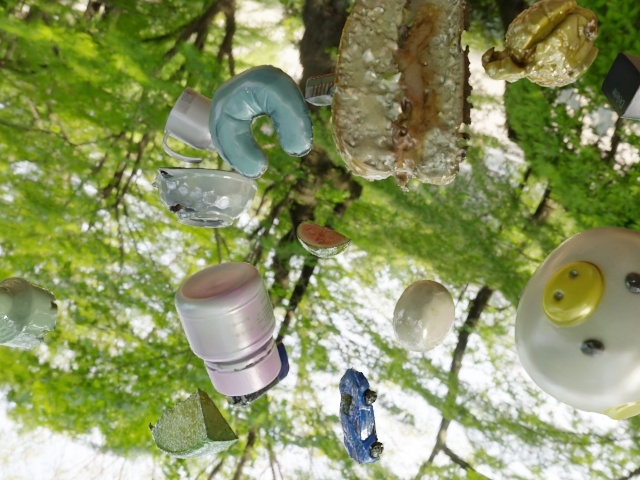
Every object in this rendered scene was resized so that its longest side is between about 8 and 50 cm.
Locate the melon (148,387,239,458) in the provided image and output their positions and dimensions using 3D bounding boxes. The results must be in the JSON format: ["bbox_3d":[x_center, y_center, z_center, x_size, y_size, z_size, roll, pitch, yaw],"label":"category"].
[{"bbox_3d":[-0.237,0.317,1.109,0.053,0.114,0.261,-8,169,-42],"label":"melon"}]

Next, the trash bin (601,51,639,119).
[{"bbox_3d":[0.864,-0.375,1.664,0.225,0.115,0.165,10,-141,-8],"label":"trash bin"}]

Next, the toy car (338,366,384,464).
[{"bbox_3d":[0.078,0.381,1.411,0.063,0.216,0.103,-15,-167,-27],"label":"toy car"}]

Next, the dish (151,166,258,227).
[{"bbox_3d":[-0.310,-0.104,1.751,0.302,0.120,0.303,1,170,0],"label":"dish"}]

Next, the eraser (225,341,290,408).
[{"bbox_3d":[-0.237,0.502,2.458,0.101,0.155,0.332,-12,-176,30],"label":"eraser"}]

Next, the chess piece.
[{"bbox_3d":[-0.586,0.096,1.086,0.194,0.195,0.299,26,173,28],"label":"chess piece"}]

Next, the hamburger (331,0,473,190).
[{"bbox_3d":[0.160,-0.281,1.342,0.268,0.446,0.287,2,158,3],"label":"hamburger"}]

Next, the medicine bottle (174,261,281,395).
[{"bbox_3d":[-0.251,0.250,1.860,0.255,0.325,0.256,-12,-155,6],"label":"medicine bottle"}]

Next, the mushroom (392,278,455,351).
[{"bbox_3d":[0.334,0.248,2.187,0.246,0.246,0.202,18,-179,-37],"label":"mushroom"}]

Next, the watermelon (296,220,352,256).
[{"bbox_3d":[-0.003,0.013,1.814,0.163,0.069,0.087,23,-133,27],"label":"watermelon"}]

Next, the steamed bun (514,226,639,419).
[{"bbox_3d":[0.566,0.157,1.307,0.333,0.374,0.334,32,-179,-1],"label":"steamed bun"}]

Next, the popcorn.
[{"bbox_3d":[0.608,-0.530,1.786,0.265,0.332,0.225,65,-175,-74],"label":"popcorn"}]

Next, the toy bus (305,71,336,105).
[{"bbox_3d":[0.140,-0.500,2.091,0.408,0.092,0.093,-3,169,30],"label":"toy bus"}]

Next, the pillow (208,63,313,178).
[{"bbox_3d":[-0.130,-0.242,1.330,0.086,0.233,0.214,-15,-99,-63],"label":"pillow"}]

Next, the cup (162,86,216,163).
[{"bbox_3d":[-0.313,-0.291,1.675,0.141,0.134,0.174,29,-145,-5],"label":"cup"}]
